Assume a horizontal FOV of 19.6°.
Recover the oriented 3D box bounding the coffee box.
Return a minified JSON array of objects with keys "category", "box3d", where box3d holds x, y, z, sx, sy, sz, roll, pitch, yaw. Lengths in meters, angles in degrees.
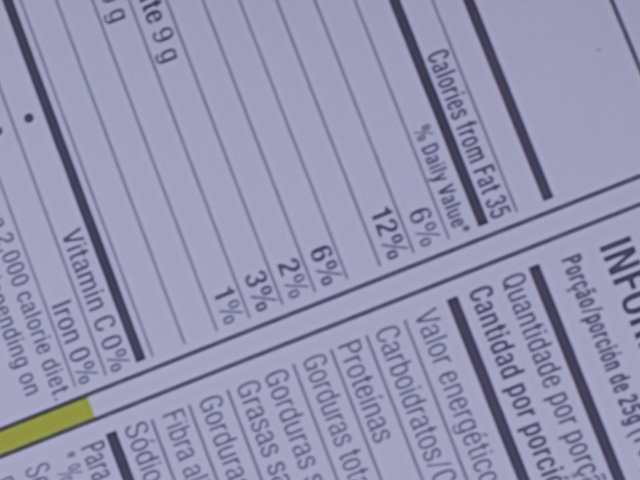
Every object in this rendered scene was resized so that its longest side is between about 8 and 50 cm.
[{"category":"coffee box","box3d":[-0.017,0.064,0.599,0.334,0.338,0.337,-22,173,6]}]
